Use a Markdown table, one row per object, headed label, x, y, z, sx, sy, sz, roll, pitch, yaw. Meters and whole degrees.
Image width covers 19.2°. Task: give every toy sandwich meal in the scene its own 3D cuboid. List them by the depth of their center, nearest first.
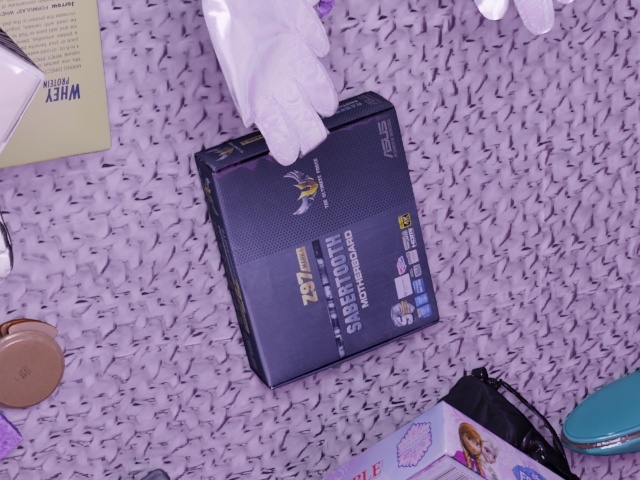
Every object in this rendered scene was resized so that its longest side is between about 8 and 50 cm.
| label | x | y | z | sx | sy | sz | roll | pitch | yaw |
| --- | --- | --- | --- | --- | --- | --- | --- | --- | --- |
| toy sandwich meal | -0.267 | 0.109 | 1.679 | 0.086 | 0.029 | 0.085 | -10 | 116 | -21 |

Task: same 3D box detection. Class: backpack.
| label | x | y | z | sx | sy | sz | roll | pitch | yaw |
| --- | --- | --- | --- | --- | --- | --- | --- | --- | --- |
| backpack | 0.189 | 0.234 | 1.870 | 0.115 | 0.152 | 0.182 | -36 | 123 | 10 |

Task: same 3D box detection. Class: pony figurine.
| label | x | y | z | sx | sy | sz | roll | pitch | yaw |
| --- | --- | --- | --- | --- | --- | --- | --- | --- | --- |
| pony figurine | -0.012 | -0.282 | 1.462 | 0.303 | 0.363 | 0.351 | -33 | 118 | -11 |

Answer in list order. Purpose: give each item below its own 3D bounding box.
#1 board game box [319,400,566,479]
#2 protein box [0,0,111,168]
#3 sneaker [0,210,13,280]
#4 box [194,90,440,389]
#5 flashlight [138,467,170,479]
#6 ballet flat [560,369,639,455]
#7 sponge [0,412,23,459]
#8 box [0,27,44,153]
| label | x | y | z | sx | sy | sz | roll | pitch | yaw |
| --- | --- | --- | --- | --- | --- | --- | --- | --- | --- |
| board game box | 0.113 | 0.317 | 1.806 | 0.319 | 0.066 | 0.318 | 35 | 125 | -30 |
| protein box | -0.288 | -0.168 | 1.510 | 0.200 | 0.136 | 0.201 | -11 | 112 | -19 |
| sneaker | -0.240 | -0.039 | 1.147 | 0.071 | 0.068 | 0.170 | -18 | 118 | -6 |
| box | 0.000 | 0.000 | 1.740 | 0.183 | 0.059 | 0.232 | -20 | 115 | -15 |
| flashlight | -0.237 | 0.338 | 1.732 | 0.304 | 0.103 | 0.103 | -37 | 92 | -7 |
| ballet flat | 0.363 | 0.164 | 1.949 | 0.247 | 0.083 | 0.087 | -34 | 132 | -8 |
| sponge | -0.367 | 0.143 | 1.643 | 0.117 | 0.031 | 0.210 | -42 | 119 | -6 |
| box | -0.283 | -0.131 | 1.288 | 0.113 | 0.275 | 0.094 | 29 | 97 | -29 |
